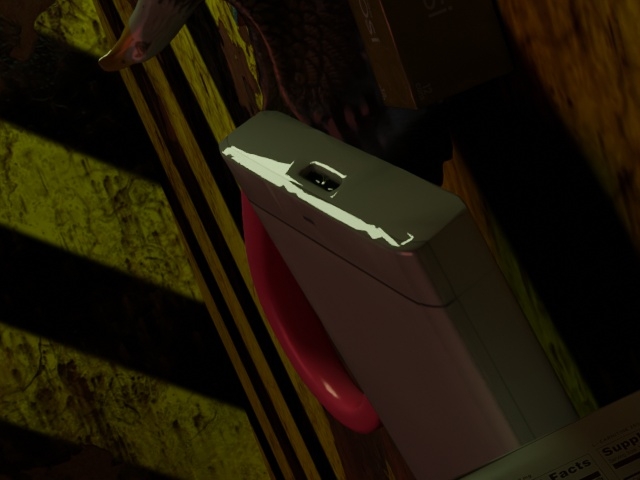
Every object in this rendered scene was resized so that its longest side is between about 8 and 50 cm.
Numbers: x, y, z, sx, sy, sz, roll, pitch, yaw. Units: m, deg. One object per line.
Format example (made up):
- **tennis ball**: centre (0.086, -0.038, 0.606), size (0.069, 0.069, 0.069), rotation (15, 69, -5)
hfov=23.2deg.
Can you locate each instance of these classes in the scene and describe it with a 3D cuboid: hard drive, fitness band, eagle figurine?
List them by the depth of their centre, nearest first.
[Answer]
- **hard drive**: centre (0.083, 0.100, 0.873), size (0.353, 0.047, 0.233), rotation (59, 166, -27)
- **eagle figurine**: centre (-0.038, -0.163, 0.962), size (0.298, 0.225, 0.226), rotation (40, -136, -19)
- **fitness band**: centre (0.008, 0.040, 1.273), size (0.209, 0.054, 0.291), rotation (48, 156, 28)

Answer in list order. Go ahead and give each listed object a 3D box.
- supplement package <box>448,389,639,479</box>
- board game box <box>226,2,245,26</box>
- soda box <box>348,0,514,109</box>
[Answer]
- **supplement package**: centre (0.161, 0.203, 0.665), size (0.203, 0.149, 0.194), rotation (-124, 15, -45)
- **board game box**: centre (-0.070, -0.263, 1.178), size (0.170, 0.048, 0.141), rotation (96, 152, -71)
- **soda box**: centre (0.037, -0.160, 0.796), size (0.061, 0.058, 0.181), rotation (-152, 40, -75)
